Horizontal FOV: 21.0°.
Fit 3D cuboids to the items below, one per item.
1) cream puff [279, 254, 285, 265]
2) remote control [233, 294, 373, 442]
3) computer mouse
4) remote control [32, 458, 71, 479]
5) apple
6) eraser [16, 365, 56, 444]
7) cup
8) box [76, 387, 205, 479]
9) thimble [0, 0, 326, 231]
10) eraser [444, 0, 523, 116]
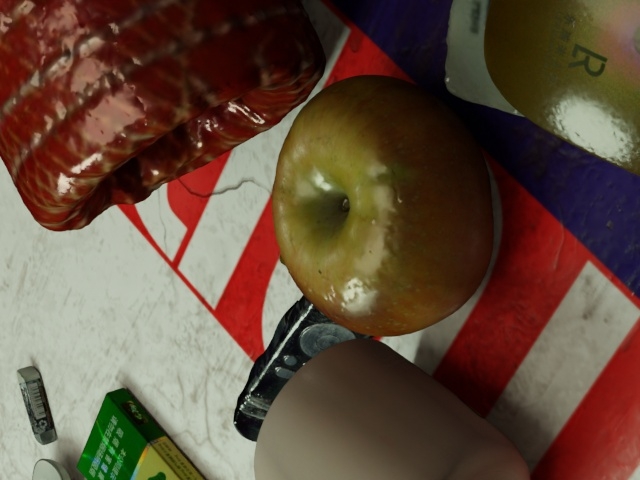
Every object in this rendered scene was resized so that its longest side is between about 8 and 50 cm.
[{"bbox_3d":[0.000,0.000,1.726,0.058,0.083,0.083,-99,8,-58],"label":"cream puff"},{"bbox_3d":[-0.014,0.112,1.756,0.066,0.090,0.266,-85,22,-46],"label":"remote control"},{"bbox_3d":[0.269,-0.131,1.351,0.310,0.072,0.158,25,126,17],"label":"computer mouse"},{"bbox_3d":[-0.321,0.373,2.153,0.073,0.044,0.229,19,122,43],"label":"remote control"},{"bbox_3d":[0.063,-0.032,1.575,0.210,0.173,0.234,14,102,46],"label":"apple"},{"bbox_3d":[-0.354,0.206,2.148,0.019,0.027,0.099,-12,94,47],"label":"eraser"},{"bbox_3d":[0.082,0.240,1.623,0.200,0.191,0.253,33,156,40],"label":"cup"},{"bbox_3d":[-0.190,0.296,2.005,0.235,0.034,0.132,45,128,26],"label":"box"},{"bbox_3d":[-0.170,-0.180,1.648,0.350,0.350,0.230,-33,83,44],"label":"thimble"},{"bbox_3d":[0.182,-0.286,1.449,0.111,0.077,0.352,23,116,39],"label":"eraser"}]
